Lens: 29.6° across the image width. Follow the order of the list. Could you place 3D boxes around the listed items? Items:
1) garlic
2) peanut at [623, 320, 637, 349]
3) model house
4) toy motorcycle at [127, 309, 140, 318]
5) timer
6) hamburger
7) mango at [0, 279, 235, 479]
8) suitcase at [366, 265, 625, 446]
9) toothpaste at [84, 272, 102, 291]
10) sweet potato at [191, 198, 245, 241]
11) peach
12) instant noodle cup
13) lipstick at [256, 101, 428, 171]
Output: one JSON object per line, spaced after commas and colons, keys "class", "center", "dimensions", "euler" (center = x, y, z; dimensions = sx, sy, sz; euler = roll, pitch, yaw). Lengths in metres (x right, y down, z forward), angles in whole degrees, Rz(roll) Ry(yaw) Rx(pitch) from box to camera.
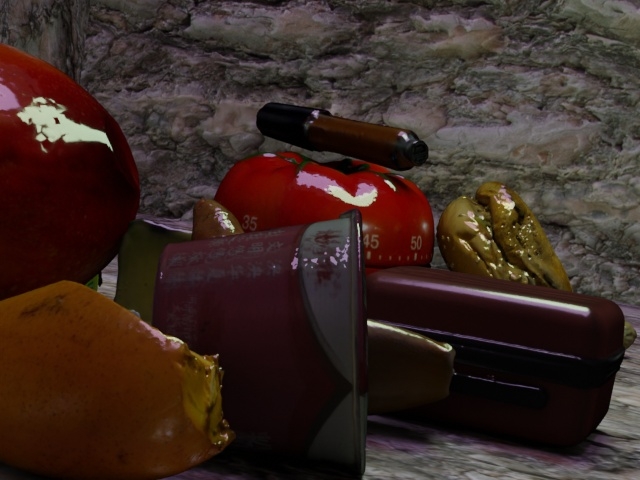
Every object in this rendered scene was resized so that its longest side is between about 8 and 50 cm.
{"class": "garlic", "center": [-0.014, 0.125, 1.248], "dimensions": [0.318, 0.112, 0.143], "euler": [3, -35, -7]}
{"class": "peanut", "center": [0.479, 0.162, 2.138], "dimensions": [0.174, 0.080, 0.080], "euler": [7, 4, -17]}
{"class": "model house", "center": [-0.139, 0.078, 1.561], "dimensions": [0.193, 0.174, 0.234], "euler": [8, -7, 11]}
{"class": "toy motorcycle", "center": [-0.292, 0.105, 1.321], "dimensions": [0.229, 0.074, 0.151], "euler": [-5, 16, -35]}
{"class": "timer", "center": [0.000, 0.000, 2.011], "dimensions": [0.378, 0.279, 0.378], "euler": [10, 6, -1]}
{"class": "hamburger", "center": [0.310, 0.049, 2.000], "dimensions": [0.170, 0.290, 0.314], "euler": [-34, -13, 7]}
{"class": "mango", "center": [-0.191, 0.107, 0.932], "dimensions": [0.252, 0.154, 0.126], "euler": [8, -23, 21]}
{"class": "suitcase", "center": [0.191, 0.126, 1.393], "dimensions": [0.297, 0.161, 0.236], "euler": [10, 4, 20]}
{"class": "toothpaste", "center": [-0.480, 0.049, 1.713], "dimensions": [0.327, 0.077, 0.110], "euler": [8, 6, -1]}
{"class": "sweet potato", "center": [-0.095, 0.056, 1.383], "dimensions": [0.097, 0.251, 0.097], "euler": [-18, -23, -8]}
{"class": "peach", "center": [-0.415, -0.067, 1.492], "dimensions": [0.388, 0.388, 0.388], "euler": [8, 4, -1]}
{"class": "instant noodle cup", "center": [-0.047, 0.090, 1.075], "dimensions": [0.178, 0.234, 0.235], "euler": [-1, 3, 3]}
{"class": "lipstick", "center": [0.030, -0.177, 2.051], "dimensions": [0.077, 0.077, 0.418], "euler": [5, 8, -38]}
